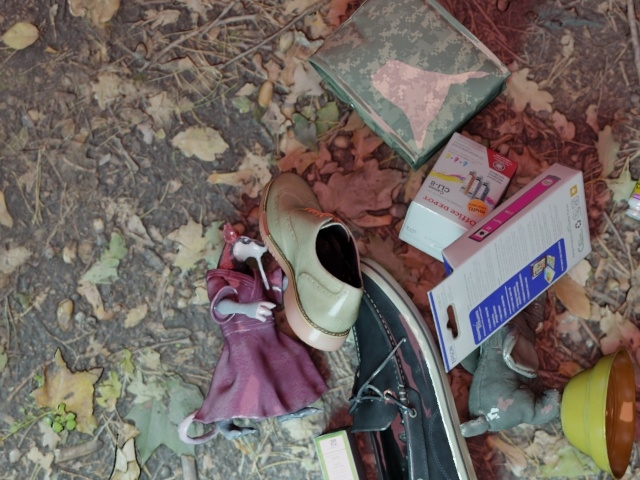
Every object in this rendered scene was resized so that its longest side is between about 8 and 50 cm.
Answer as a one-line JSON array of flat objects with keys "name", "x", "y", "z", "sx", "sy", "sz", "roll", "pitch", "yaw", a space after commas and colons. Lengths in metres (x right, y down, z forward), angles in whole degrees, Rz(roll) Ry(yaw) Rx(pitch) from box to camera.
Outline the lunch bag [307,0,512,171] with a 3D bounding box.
[{"name": "lunch bag", "x": 0.151, "y": -0.303, "z": 1.873, "sx": 0.235, "sy": 0.169, "sz": 0.287, "roll": -44, "pitch": 85, "yaw": 2}]

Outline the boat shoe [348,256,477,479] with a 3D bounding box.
[{"name": "boat shoe", "x": 0.123, "y": 0.272, "z": 1.802, "sx": 0.156, "sy": 0.187, "sz": 0.500, "roll": -17, "pitch": 86, "yaw": -20}]

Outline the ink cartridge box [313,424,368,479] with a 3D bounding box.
[{"name": "ink cartridge box", "x": 0.050, "y": 0.433, "z": 1.840, "sx": 0.062, "sy": 0.109, "sz": 0.209, "roll": -17, "pitch": 82, "yaw": 7}]

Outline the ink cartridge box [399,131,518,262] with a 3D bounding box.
[{"name": "ink cartridge box", "x": 0.237, "y": -0.066, "z": 1.824, "sx": 0.128, "sy": 0.127, "sz": 0.176, "roll": 28, "pitch": 61, "yaw": 9}]

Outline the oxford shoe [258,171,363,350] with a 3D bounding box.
[{"name": "oxford shoe", "x": 0.000, "y": 0.000, "z": 1.796, "sx": 0.146, "sy": 0.140, "sz": 0.397, "roll": -57, "pitch": 37, "yaw": 32}]

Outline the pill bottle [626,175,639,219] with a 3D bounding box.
[{"name": "pill bottle", "x": 0.566, "y": -0.079, "z": 1.851, "sx": 0.043, "sy": 0.043, "sz": 0.083, "roll": 26, "pitch": 88, "yaw": 10}]

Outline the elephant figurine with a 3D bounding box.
[{"name": "elephant figurine", "x": 0.314, "y": 0.193, "z": 1.803, "sx": 0.169, "sy": 0.186, "sz": 0.239, "roll": -9, "pitch": 88, "yaw": 13}]

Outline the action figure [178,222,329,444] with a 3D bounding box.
[{"name": "action figure", "x": -0.127, "y": 0.149, "z": 1.884, "sx": 0.276, "sy": 0.248, "sz": 0.370, "roll": -21, "pitch": 82, "yaw": 33}]

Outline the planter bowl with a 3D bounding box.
[{"name": "planter bowl", "x": 0.457, "y": 0.284, "z": 1.763, "sx": 0.090, "sy": 0.217, "sz": 0.217, "roll": 1, "pitch": 84, "yaw": 29}]

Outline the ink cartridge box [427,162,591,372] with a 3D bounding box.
[{"name": "ink cartridge box", "x": 0.303, "y": 0.040, "z": 1.741, "sx": 0.371, "sy": 0.176, "sz": 0.069, "roll": -37, "pitch": 40, "yaw": -26}]
